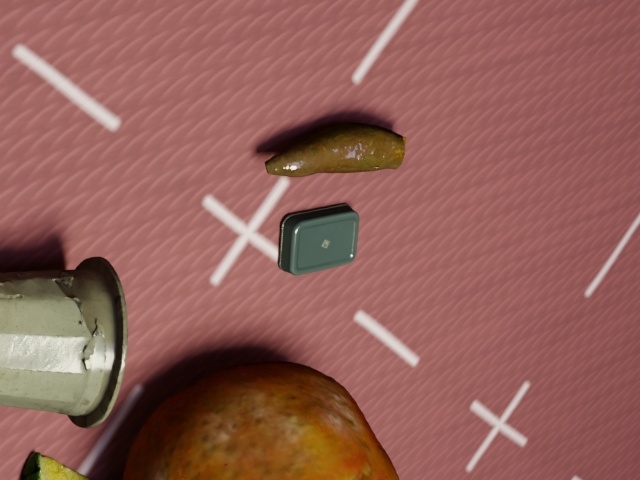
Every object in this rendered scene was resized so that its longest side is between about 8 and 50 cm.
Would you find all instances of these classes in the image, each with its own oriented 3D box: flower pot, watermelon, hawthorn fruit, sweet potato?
[{"bbox_3d":[-0.359,0.112,1.686,0.202,0.212,0.212,10,104,-34],"label":"flower pot"},{"bbox_3d":[-0.349,0.367,1.919,0.181,0.075,0.092,37,42,-44],"label":"watermelon"},{"bbox_3d":[-0.065,0.373,1.911,0.402,0.403,0.403,-17,120,-32],"label":"hawthorn fruit"},{"bbox_3d":[0.028,-0.127,1.951,0.243,0.077,0.077,-5,113,-37],"label":"sweet potato"}]

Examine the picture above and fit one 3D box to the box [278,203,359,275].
[{"bbox_3d":[0.000,0.000,2.021,0.126,0.031,0.091,-11,117,-36],"label":"box"}]
